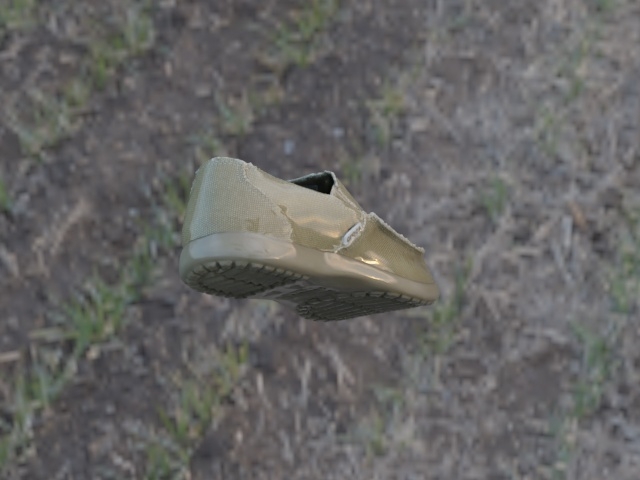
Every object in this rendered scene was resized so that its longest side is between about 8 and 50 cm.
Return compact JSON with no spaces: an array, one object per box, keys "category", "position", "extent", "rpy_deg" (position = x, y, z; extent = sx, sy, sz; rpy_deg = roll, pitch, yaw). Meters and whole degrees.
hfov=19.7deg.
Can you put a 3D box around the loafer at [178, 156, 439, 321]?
[{"category":"loafer","position":[0.000,0.000,0.710],"extent":[0.056,0.148,0.050],"rpy_deg":[-11,76,28]}]
